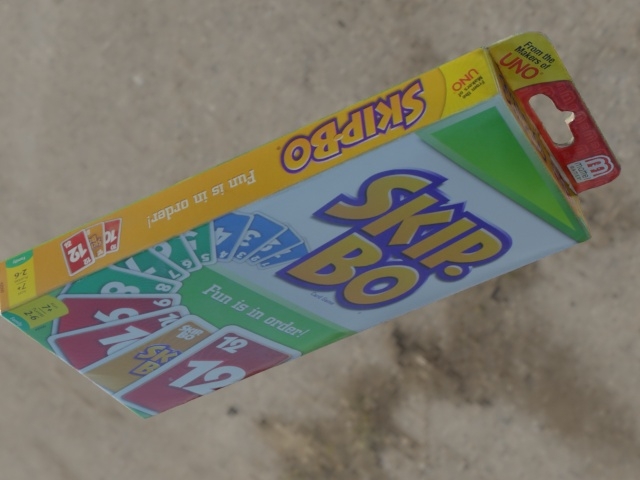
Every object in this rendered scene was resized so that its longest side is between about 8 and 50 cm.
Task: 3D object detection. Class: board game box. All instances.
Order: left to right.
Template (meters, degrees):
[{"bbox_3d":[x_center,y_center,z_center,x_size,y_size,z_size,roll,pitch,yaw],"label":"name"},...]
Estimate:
[{"bbox_3d":[0.000,0.000,0.706,0.259,0.039,0.124,-25,144,14],"label":"board game box"}]
